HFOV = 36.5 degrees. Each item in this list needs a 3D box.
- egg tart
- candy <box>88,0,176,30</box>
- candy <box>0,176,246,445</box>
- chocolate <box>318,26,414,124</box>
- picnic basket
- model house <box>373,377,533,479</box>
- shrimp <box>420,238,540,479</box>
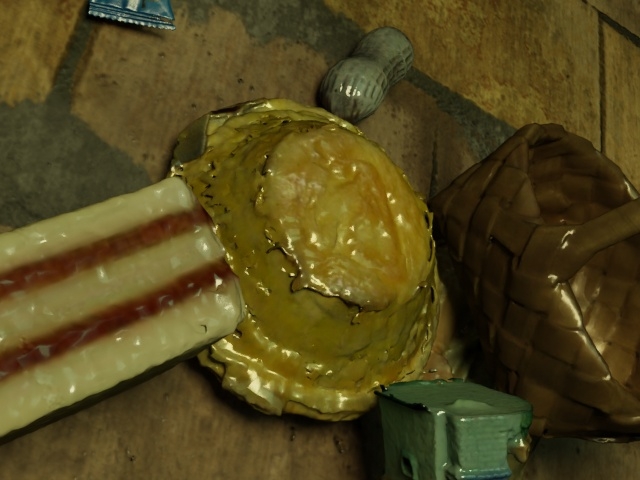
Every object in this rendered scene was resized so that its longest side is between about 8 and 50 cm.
[{"bbox_3d":[0.000,-0.001,0.922,0.341,0.132,0.341,13,61,-24],"label":"egg tart"},{"bbox_3d":[-0.192,-0.272,0.979,0.088,0.038,0.136,4,60,-22],"label":"candy"},{"bbox_3d":[-0.221,0.072,0.704,0.321,0.179,0.135,-23,85,-42],"label":"candy"},{"bbox_3d":[0.053,-0.189,1.108,0.072,0.072,0.167,49,49,-10],"label":"chocolate"},{"bbox_3d":[0.311,0.012,0.944,0.293,0.337,0.337,5,68,-44],"label":"picnic basket"},{"bbox_3d":[0.112,0.203,0.842,0.120,0.148,0.148,3,94,-25],"label":"model house"},{"bbox_3d":[0.149,0.159,1.013,0.221,0.110,0.445,39,48,-11],"label":"shrimp"}]
